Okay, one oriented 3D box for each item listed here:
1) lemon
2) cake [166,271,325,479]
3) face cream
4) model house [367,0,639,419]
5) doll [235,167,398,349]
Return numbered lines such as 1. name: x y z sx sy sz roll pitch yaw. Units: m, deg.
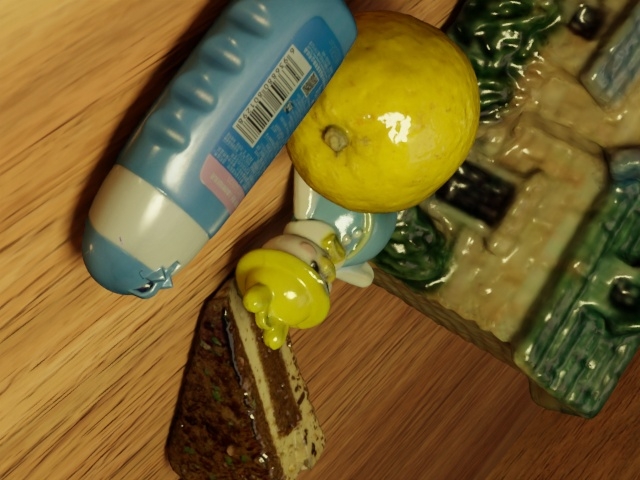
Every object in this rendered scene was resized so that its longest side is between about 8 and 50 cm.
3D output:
1. lemon: 0.051 -0.107 1.147 0.170 0.170 0.207 -64 168 19
2. cake: -0.097 0.136 1.356 0.112 0.135 0.246 -50 132 -48
3. face cream: -0.078 -0.073 0.991 0.264 0.083 0.149 -55 161 -9
4. model house: 0.300 -0.058 1.499 0.445 0.400 0.395 -54 164 -7
5. doll: 0.001 0.000 1.274 0.241 0.098 0.135 -53 162 -37
